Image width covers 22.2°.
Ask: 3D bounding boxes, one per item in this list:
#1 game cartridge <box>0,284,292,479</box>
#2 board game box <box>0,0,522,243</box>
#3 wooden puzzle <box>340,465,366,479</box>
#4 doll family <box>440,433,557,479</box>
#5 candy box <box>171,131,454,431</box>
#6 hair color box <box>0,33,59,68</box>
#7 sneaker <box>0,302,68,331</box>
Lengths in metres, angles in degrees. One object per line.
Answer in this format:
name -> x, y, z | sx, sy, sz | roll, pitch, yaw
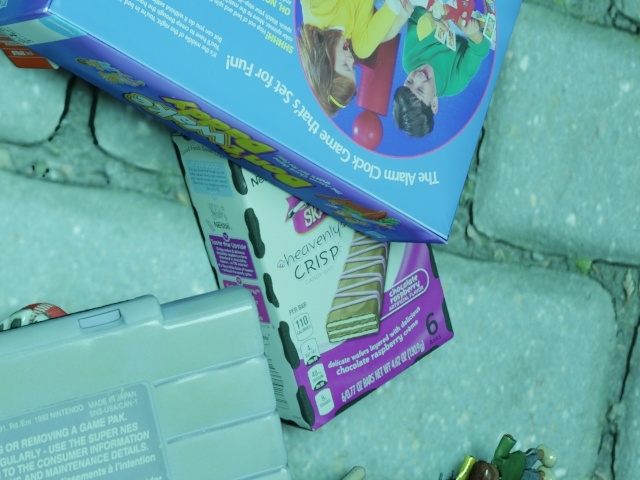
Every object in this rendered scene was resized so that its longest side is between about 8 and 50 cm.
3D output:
game cartridge -> -0.192, 0.169, 0.982 | 0.355, 0.068, 0.230 | -14, 102, -11
board game box -> -0.023, -0.171, 1.082 | 0.347, 0.078, 0.233 | 29, 73, -36
wooden puzzle -> -0.013, 0.316, 1.224 | 0.221, 0.044, 0.239 | -31, 119, -59
doll family -> 0.127, 0.248, 1.350 | 0.111, 0.076, 0.193 | -2, 99, -46
candy box -> 0.000, 0.000, 1.210 | 0.159, 0.071, 0.233 | -31, 114, -34
hair color box -> -0.200, -0.199, 1.025 | 0.093, 0.053, 0.167 | -53, 126, -24
sneaker -> -0.141, 0.148, 1.108 | 0.118, 0.107, 0.279 | -54, 131, -46
